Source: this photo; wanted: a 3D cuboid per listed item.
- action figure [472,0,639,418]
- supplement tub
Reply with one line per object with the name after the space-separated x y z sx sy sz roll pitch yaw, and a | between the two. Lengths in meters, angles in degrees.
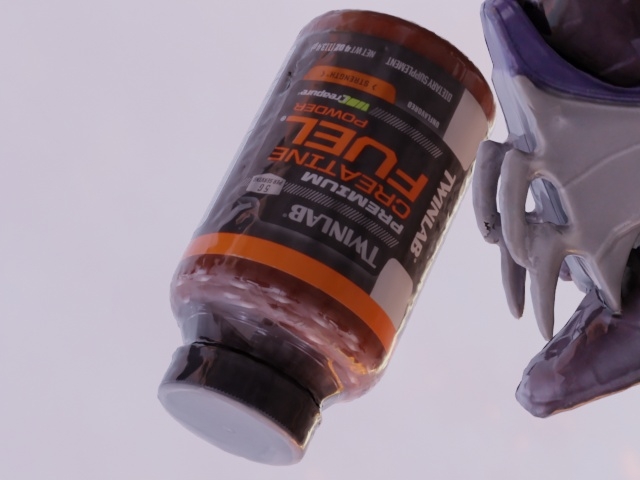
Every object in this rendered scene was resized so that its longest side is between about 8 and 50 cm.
0.035 -0.113 0.401 0.185 0.099 0.285 -95 -18 -73 | action figure
0.000 0.000 0.801 0.106 0.106 0.198 43 -120 -34 | supplement tub
